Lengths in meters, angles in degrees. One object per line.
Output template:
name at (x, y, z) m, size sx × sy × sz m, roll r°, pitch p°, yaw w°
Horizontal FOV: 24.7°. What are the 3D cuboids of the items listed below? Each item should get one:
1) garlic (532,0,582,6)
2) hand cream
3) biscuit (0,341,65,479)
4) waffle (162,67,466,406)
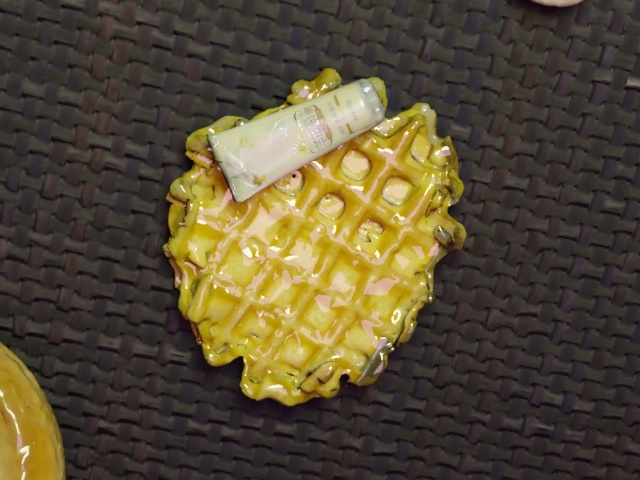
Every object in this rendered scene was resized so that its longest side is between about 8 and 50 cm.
garlic at (0.190, -0.273, 1.176) m, size 0.124 × 0.099 × 0.174 m, roll -6°, pitch 108°, yaw 9°
hand cream at (-0.017, -0.087, 1.178) m, size 0.143 × 0.039 × 0.061 m, roll -26°, pitch 98°, yaw -2°
biscuit at (-0.353, 0.161, 1.179) m, size 0.274 × 0.091 × 0.213 m, roll -14°, pitch 79°, yaw -4°
waffle at (0.000, 0.001, 1.239) m, size 0.262 × 0.060 × 0.280 m, roll -15°, pitch 103°, yaw -1°
